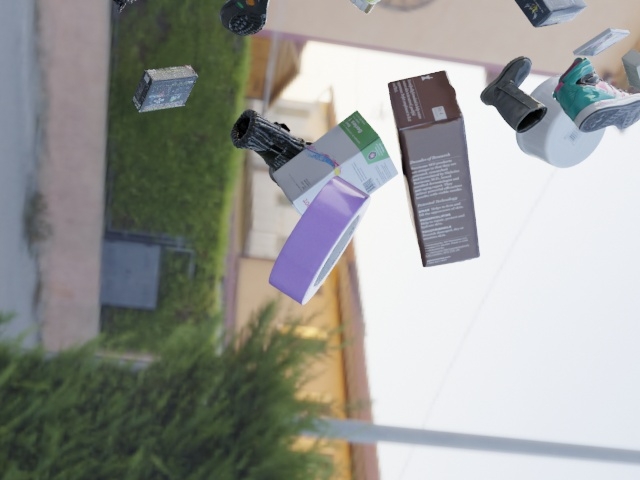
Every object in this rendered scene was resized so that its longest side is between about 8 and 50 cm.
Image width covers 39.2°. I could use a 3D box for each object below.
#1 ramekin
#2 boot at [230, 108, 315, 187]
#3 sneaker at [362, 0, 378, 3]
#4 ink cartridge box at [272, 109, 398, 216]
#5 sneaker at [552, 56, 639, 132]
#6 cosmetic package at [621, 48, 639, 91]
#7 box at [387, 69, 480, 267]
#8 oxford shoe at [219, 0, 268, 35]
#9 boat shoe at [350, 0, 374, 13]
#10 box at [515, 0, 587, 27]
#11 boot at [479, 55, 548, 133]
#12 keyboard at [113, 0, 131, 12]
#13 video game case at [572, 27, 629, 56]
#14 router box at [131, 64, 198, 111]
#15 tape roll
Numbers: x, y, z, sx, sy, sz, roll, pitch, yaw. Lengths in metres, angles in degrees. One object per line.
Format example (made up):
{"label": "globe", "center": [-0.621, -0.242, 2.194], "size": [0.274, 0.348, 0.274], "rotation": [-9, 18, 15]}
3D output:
{"label": "ramekin", "center": [0.750, -0.356, 2.764], "size": [0.135, 0.277, 0.277], "rotation": [46, -45, 46]}
{"label": "boot", "center": [-0.145, -0.259, 2.556], "size": [0.348, 0.260, 0.131], "rotation": [-17, -124, 66]}
{"label": "sneaker", "center": [0.082, -0.655, 2.010], "size": [0.126, 0.240, 0.091], "rotation": [-33, -168, 48]}
{"label": "ink cartridge box", "center": [0.041, -0.172, 2.322], "size": [0.117, 0.278, 0.201], "rotation": [54, 1, 31]}
{"label": "sneaker", "center": [0.654, -0.350, 2.125], "size": [0.178, 0.295, 0.124], "rotation": [58, -46, 23]}
{"label": "cosmetic package", "center": [0.841, -0.448, 2.376], "size": [0.060, 0.041, 0.115], "rotation": [49, 1, 39]}
{"label": "box", "center": [0.245, -0.146, 1.923], "size": [0.191, 0.143, 0.382], "rotation": [-96, 175, -51]}
{"label": "oxford shoe", "center": [-0.118, -0.441, 1.599], "size": [0.227, 0.082, 0.096], "rotation": [-38, -150, 62]}
{"label": "boat shoe", "center": [0.097, -0.655, 2.235], "size": [0.098, 0.096, 0.277], "rotation": [-57, -165, 27]}
{"label": "box", "center": [0.478, -0.593, 2.020], "size": [0.059, 0.183, 0.233], "rotation": [-41, -102, 44]}
{"label": "boot", "center": [0.538, -0.391, 2.395], "size": [0.190, 0.076, 0.208], "rotation": [-48, -150, 6]}
{"label": "keyboard", "center": [-0.330, -0.513, 1.619], "size": [0.317, 0.033, 0.202], "rotation": [30, -77, 67]}
{"label": "video game case", "center": [0.576, -0.405, 1.839], "size": [0.087, 0.122, 0.011], "rotation": [-33, -100, 35]}
{"label": "router box", "center": [-0.332, -0.325, 1.919], "size": [0.038, 0.122, 0.092], "rotation": [53, -47, 20]}
{"label": "tape roll", "center": [0.000, 0.000, 1.920], "size": [0.275, 0.090, 0.275], "rotation": [-57, 174, -9]}
